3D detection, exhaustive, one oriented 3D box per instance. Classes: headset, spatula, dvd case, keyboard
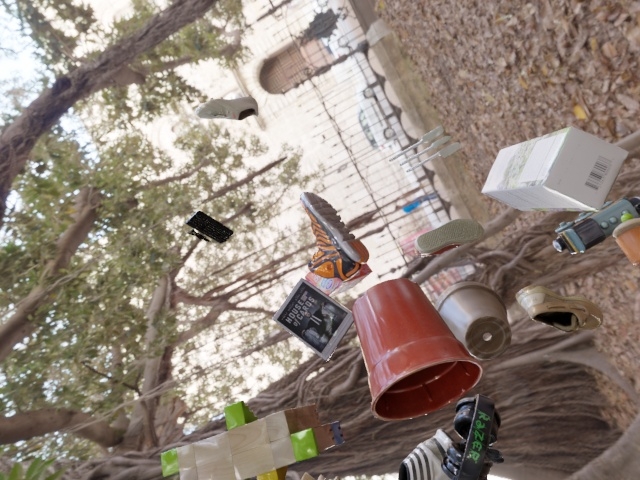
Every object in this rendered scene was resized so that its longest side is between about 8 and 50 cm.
[{"bbox_3d":[0.468,0.599,1.168,0.244,0.185,0.394,-65,-23,-23],"label":"headset"},{"bbox_3d":[0.400,-0.337,1.546,0.168,0.242,0.019,19,-127,-43],"label":"spatula"},{"bbox_3d":[-0.022,0.263,1.361,0.238,0.179,0.029,33,174,18],"label":"dvd case"},{"bbox_3d":[-0.405,-0.030,1.461,0.192,0.100,0.038,38,-166,-50],"label":"keyboard"}]

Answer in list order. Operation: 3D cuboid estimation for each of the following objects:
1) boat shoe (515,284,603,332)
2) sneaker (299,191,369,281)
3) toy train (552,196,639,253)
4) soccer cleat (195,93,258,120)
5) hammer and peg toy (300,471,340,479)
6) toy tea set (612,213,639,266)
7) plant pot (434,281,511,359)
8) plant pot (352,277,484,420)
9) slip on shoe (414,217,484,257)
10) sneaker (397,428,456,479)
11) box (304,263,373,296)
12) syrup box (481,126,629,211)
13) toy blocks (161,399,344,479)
[{"bbox_3d":[0.778,0.244,1.283,0.341,0.122,0.110,16,-139,-17],"label":"boat shoe"},{"bbox_3d":[0.000,0.000,1.294,0.124,0.180,0.321,-3,-129,-52],"label":"sneaker"},{"bbox_3d":[1.083,-0.058,1.559,0.142,0.333,0.190,62,-177,8],"label":"toy train"},{"bbox_3d":[-0.290,-0.409,1.262,0.068,0.196,0.076,112,140,-66],"label":"soccer cleat"},{"bbox_3d":[-0.067,0.939,1.385,0.127,0.266,0.361,31,175,16],"label":"hammer and peg toy"},{"bbox_3d":[0.702,-0.059,0.694,0.200,0.335,0.124,64,-162,-60],"label":"toy tea set"},{"bbox_3d":[0.679,0.366,1.732,0.323,0.323,0.280,62,-173,-7],"label":"plant pot"},{"bbox_3d":[0.212,0.256,1.000,0.272,0.272,0.265,51,-166,-44],"label":"plant pot"},{"bbox_3d":[0.549,-0.009,1.725,0.101,0.331,0.123,97,153,-63],"label":"slip on shoe"},{"bbox_3d":[0.384,0.866,1.292,0.448,0.257,0.169,66,168,-2],"label":"sneaker"},{"bbox_3d":[0.088,0.152,1.829,0.142,0.154,0.300,55,-151,15],"label":"box"},{"bbox_3d":[0.376,-0.110,0.681,0.096,0.093,0.237,24,-176,0],"label":"syrup box"},{"bbox_3d":[-0.124,0.471,0.926,0.261,0.381,0.191,32,-144,-60],"label":"toy blocks"}]
